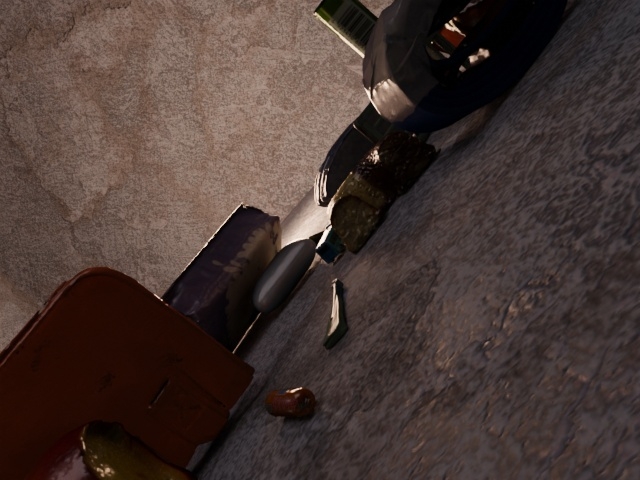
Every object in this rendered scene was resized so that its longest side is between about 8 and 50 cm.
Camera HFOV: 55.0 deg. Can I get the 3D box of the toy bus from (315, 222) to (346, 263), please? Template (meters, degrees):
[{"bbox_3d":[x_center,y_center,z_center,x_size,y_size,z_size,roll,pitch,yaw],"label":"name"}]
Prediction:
[{"bbox_3d":[0.023,0.002,1.105,0.038,0.046,0.083,-45,10,33],"label":"toy bus"}]

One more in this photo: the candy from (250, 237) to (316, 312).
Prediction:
[{"bbox_3d":[-0.078,0.071,1.255,0.174,0.071,0.138,-53,5,-10],"label":"candy"}]

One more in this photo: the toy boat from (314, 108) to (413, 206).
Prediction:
[{"bbox_3d":[0.090,-0.183,1.323,0.283,0.127,0.078,-49,14,-8],"label":"toy boat"}]

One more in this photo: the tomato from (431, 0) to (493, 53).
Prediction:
[{"bbox_3d":[0.337,-0.504,1.315,0.309,0.170,0.309,-18,44,19],"label":"tomato"}]

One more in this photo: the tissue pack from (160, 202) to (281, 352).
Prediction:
[{"bbox_3d":[-0.204,0.110,1.316,0.242,0.125,0.343,94,-160,-44],"label":"tissue pack"}]

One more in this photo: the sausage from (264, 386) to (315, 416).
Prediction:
[{"bbox_3d":[-0.031,0.170,0.646,0.031,0.031,0.107,-53,8,-24],"label":"sausage"}]

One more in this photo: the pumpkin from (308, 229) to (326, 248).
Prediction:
[{"bbox_3d":[0.000,0.001,1.296,0.050,0.028,0.083,-20,-6,-11],"label":"pumpkin"}]

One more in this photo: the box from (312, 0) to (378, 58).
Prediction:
[{"bbox_3d":[0.144,-0.434,1.387,0.097,0.345,0.134,-49,7,18],"label":"box"}]

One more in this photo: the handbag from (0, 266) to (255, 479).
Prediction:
[{"bbox_3d":[-0.312,0.263,0.814,0.410,0.303,0.116,-54,10,-20],"label":"handbag"}]

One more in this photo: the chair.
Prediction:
[{"bbox_3d":[0.195,-0.286,1.165,0.147,0.136,0.270,-44,8,46],"label":"chair"}]

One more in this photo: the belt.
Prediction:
[{"bbox_3d":[0.217,-0.319,0.919,0.347,0.212,0.117,-47,8,-12],"label":"belt"}]

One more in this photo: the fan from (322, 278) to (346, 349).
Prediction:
[{"bbox_3d":[0.019,0.090,0.811,0.038,0.016,0.193,-50,7,13],"label":"fan"}]

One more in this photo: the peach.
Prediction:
[{"bbox_3d":[-0.203,0.267,0.599,0.196,0.190,0.226,1,-39,-36],"label":"peach"}]

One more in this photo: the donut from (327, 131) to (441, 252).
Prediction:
[{"bbox_3d":[0.085,-0.086,1.030,0.217,0.085,0.141,-52,8,-5],"label":"donut"}]
